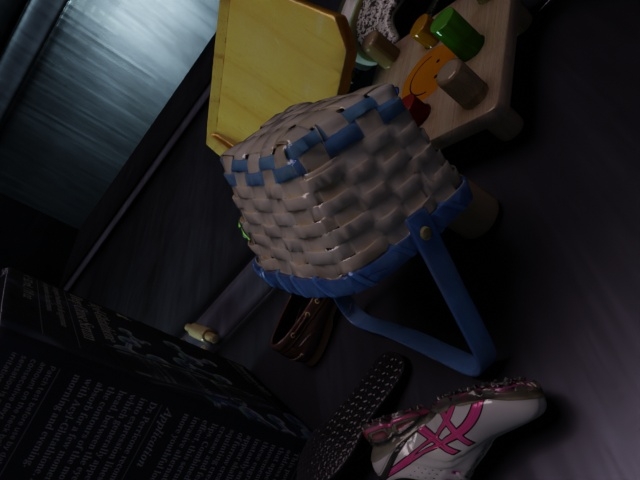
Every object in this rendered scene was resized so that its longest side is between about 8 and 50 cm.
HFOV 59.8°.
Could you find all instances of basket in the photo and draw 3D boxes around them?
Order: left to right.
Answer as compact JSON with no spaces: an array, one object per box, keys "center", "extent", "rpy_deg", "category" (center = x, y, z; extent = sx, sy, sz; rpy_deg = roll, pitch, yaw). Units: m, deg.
[{"center":[0.043,-0.003,0.579],"extent":[0.201,0.289,0.254],"rpy_deg":[-33,21,-24],"category":"basket"}]

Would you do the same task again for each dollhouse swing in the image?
[{"center":[-0.029,-0.304,1.033],"extent":[0.315,0.304,0.347],"rpy_deg":[-36,-34,-52],"category":"dollhouse swing"}]

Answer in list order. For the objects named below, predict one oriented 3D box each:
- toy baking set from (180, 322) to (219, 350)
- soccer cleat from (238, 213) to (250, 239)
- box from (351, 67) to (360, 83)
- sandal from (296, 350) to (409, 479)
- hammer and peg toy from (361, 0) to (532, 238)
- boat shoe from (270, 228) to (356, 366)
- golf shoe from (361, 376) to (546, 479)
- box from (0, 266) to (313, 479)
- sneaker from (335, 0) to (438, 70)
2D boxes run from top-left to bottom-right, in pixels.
[{"center":[-0.251,0.254,1.060],"extent":[0.256,0.030,0.197],"rpy_deg":[-7,61,57],"category":"toy baking set"},{"center":[-0.124,-0.061,1.117],"extent":[0.072,0.060,0.179],"rpy_deg":[-44,29,24],"category":"soccer cleat"},{"center":[0.047,-0.366,1.161],"extent":[0.094,0.027,0.137],"rpy_deg":[-61,28,-6],"category":"box"},{"center":[0.044,0.206,0.623],"extent":[0.179,0.040,0.067],"rpy_deg":[-49,32,-11],"category":"sandal"},{"center":[0.132,-0.169,0.731],"extent":[0.266,0.127,0.362],"rpy_deg":[-20,47,50],"category":"hammer and peg toy"},{"center":[-0.008,0.070,0.791],"extent":[0.073,0.073,0.207],"rpy_deg":[-18,48,55],"category":"boat shoe"},{"center":[0.124,0.179,0.498],"extent":[0.186,0.067,0.086],"rpy_deg":[-36,63,37],"category":"golf shoe"},{"center":[-0.247,0.229,0.683],"extent":[0.293,0.395,0.212],"rpy_deg":[16,77,60],"category":"box"},{"center":[0.189,-0.472,0.940],"extent":[0.182,0.158,0.410],"rpy_deg":[38,104,51],"category":"sneaker"}]
